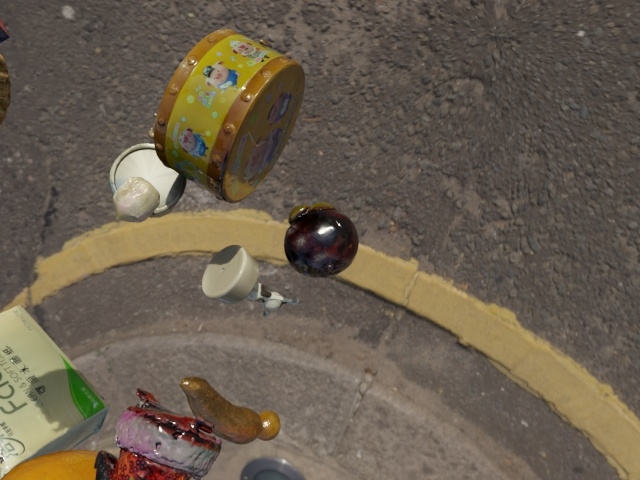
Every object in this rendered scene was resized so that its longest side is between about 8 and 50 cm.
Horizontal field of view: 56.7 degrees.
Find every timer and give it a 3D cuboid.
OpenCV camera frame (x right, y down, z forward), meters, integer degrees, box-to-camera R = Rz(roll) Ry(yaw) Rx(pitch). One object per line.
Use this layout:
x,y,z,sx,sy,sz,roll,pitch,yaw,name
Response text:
-0.203,0.150,1.786,0.175,0.175,0.266,-31,133,23,timer

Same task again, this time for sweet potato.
-0.243,0.402,1.390,0.097,0.097,0.292,-25,131,23,sweet potato

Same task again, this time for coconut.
-0.483,-0.100,1.532,0.110,0.110,0.124,41,71,0,coconut

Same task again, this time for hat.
-0.206,0.286,0.653,0.140,0.227,0.129,12,155,22,hat

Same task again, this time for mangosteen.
0.000,0.000,1.541,0.210,0.210,0.209,5,110,15,mangosteen

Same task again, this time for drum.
-0.230,-0.328,1.578,0.214,0.431,0.431,29,114,10,drum

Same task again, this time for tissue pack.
-0.817,0.410,1.558,0.405,0.332,0.205,42,124,11,tissue pack

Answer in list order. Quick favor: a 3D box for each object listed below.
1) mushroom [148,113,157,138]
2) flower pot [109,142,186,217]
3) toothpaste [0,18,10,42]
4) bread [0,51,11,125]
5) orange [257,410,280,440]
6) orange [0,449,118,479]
-0.484,-0.360,1.782,0.043,0.306,0.068,19,81,-18,mushroom
-0.495,-0.154,1.759,0.212,0.202,0.212,1,77,-6,flower pot
-0.680,-0.461,1.032,0.076,0.320,0.066,-33,66,-4,toothpaste
-0.521,-0.232,0.743,0.274,0.149,0.274,2,99,14,bread
-0.147,0.507,1.624,0.085,0.085,0.085,5,110,15,orange
-0.426,0.507,0.989,0.312,0.312,0.312,5,110,15,orange
